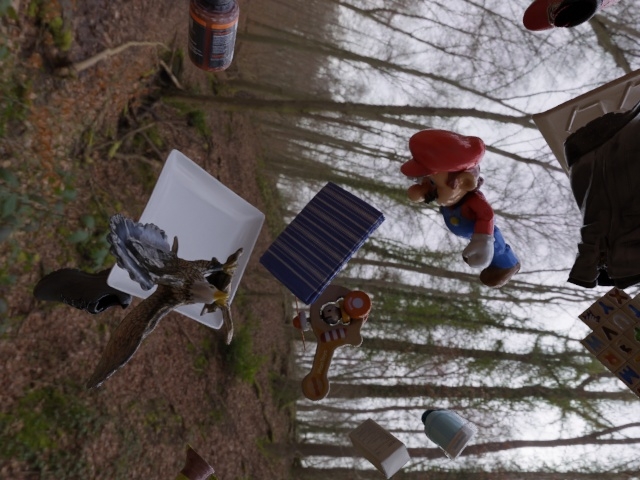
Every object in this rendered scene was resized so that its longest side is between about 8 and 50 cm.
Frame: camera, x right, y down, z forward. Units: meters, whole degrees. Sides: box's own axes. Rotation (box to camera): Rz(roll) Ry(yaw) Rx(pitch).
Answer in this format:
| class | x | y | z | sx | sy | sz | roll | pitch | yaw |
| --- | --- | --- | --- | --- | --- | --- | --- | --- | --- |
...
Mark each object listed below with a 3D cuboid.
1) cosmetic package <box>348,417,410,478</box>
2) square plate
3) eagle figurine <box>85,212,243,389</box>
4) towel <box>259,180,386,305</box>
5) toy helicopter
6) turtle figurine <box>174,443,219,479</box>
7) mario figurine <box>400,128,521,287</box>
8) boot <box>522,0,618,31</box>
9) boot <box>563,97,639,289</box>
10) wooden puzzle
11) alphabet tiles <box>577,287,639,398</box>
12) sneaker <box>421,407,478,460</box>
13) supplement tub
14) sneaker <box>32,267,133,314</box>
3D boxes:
| class | x | y | z | sx | sy | sz | roll | pitch | yaw |
| --- | --- | --- | --- | --- | --- | --- | --- | --- | --- |
| cosmetic package | 0.111 | 0.395 | 0.885 | 0.115 | 0.060 | 0.041 | 13 | -52 | 63 |
| square plate | -0.316 | 0.009 | 1.151 | 0.049 | 0.347 | 0.343 | 6 | -111 | 39 |
| eagle figurine | -0.251 | 0.080 | 0.750 | 0.225 | 0.298 | 0.226 | -33 | -105 | 33 |
| towel | 0.000 | 0.000 | 1.339 | 0.243 | 0.040 | 0.336 | 36 | -100 | 35 |
| toy helicopter | 0.006 | 0.298 | 1.391 | 0.140 | 0.235 | 0.354 | 90 | 16 | -66 |
| turtle figurine | -0.222 | 0.370 | 0.573 | 0.217 | 0.269 | 0.087 | -41 | -167 | -31 |
| mario figurine | 0.233 | -0.053 | 0.842 | 0.170 | 0.320 | 0.198 | -47 | -153 | -25 |
| boot | 0.531 | -0.515 | 1.042 | 0.088 | 0.176 | 0.244 | 61 | -21 | -19 |
| boot | 0.390 | -0.065 | 0.486 | 0.338 | 0.118 | 0.222 | 97 | -1 | -73 |
| wooden puzzle | 0.805 | -0.319 | 1.251 | 0.348 | 0.322 | 0.080 | -18 | -133 | 40 |
| alphabet tiles | 0.940 | 0.297 | 1.326 | 0.342 | 0.285 | 0.011 | 50 | -13 | 30 |
| sneaker | 0.392 | 0.579 | 1.431 | 0.135 | 0.366 | 0.150 | -45 | -117 | -10 |
| supplement tub | -0.236 | -0.477 | 1.016 | 0.198 | 0.106 | 0.106 | 125 | -31 | -61 |
| sneaker | -0.690 | 0.154 | 1.350 | 0.109 | 0.287 | 0.130 | 94 | -12 | -51 |
